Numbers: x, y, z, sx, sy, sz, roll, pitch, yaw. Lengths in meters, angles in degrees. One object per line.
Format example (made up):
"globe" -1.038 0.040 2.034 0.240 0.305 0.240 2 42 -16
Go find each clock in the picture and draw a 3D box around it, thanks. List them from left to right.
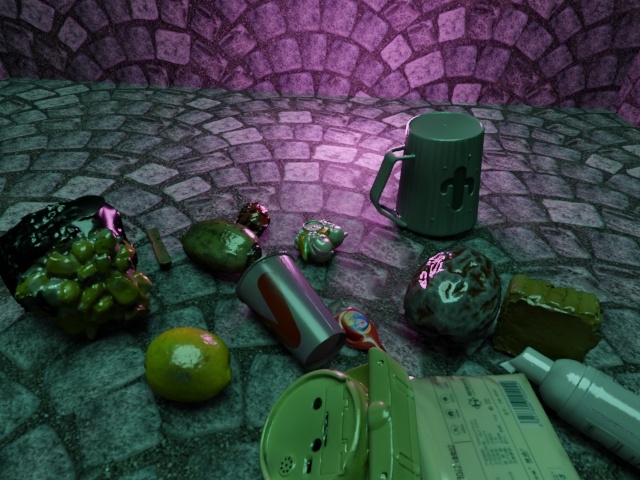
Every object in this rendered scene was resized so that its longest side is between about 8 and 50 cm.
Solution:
"clock" 0.000 0.000 1.412 0.144 0.103 0.231 12 36 24
"clock" 0.010 0.378 0.789 0.348 0.117 0.286 -26 37 27

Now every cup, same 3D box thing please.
"cup" -0.072 0.191 1.105 0.203 0.203 0.288 -24 52 -31
"cup" 0.406 -0.220 1.510 0.401 0.392 0.310 -31 44 -30

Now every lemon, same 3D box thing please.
"lemon" -0.305 0.289 0.966 0.208 0.170 0.170 10 37 -4

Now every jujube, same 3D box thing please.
"jujube" 0.361 0.150 1.139 0.247 0.215 0.308 2 29 25

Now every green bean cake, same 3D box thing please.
"green bean cake" 0.583 0.217 1.080 0.224 0.229 0.131 18 38 24

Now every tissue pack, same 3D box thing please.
"tissue pack" 0.299 0.451 0.764 0.297 0.207 0.380 2 38 -4

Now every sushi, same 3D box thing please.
"sushi" -0.624 0.098 1.067 0.329 0.327 0.285 -17 53 -27

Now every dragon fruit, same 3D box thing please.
"dragon fruit" -0.239 -0.071 1.471 0.121 0.130 0.141 10 77 -4

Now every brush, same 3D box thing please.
"brush" -0.546 0.023 1.398 0.043 0.036 0.248 -13 34 -27

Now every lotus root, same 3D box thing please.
"lotus root" -0.332 0.019 1.331 0.309 0.173 0.173 12 38 24

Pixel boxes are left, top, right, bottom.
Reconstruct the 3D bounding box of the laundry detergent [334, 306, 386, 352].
"laundry detergent" 0.110 0.257 1.131 0.097 0.049 0.165 -27 48 -24

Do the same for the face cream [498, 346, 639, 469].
"face cream" 0.610 0.361 0.955 0.370 0.145 0.145 32 46 30
